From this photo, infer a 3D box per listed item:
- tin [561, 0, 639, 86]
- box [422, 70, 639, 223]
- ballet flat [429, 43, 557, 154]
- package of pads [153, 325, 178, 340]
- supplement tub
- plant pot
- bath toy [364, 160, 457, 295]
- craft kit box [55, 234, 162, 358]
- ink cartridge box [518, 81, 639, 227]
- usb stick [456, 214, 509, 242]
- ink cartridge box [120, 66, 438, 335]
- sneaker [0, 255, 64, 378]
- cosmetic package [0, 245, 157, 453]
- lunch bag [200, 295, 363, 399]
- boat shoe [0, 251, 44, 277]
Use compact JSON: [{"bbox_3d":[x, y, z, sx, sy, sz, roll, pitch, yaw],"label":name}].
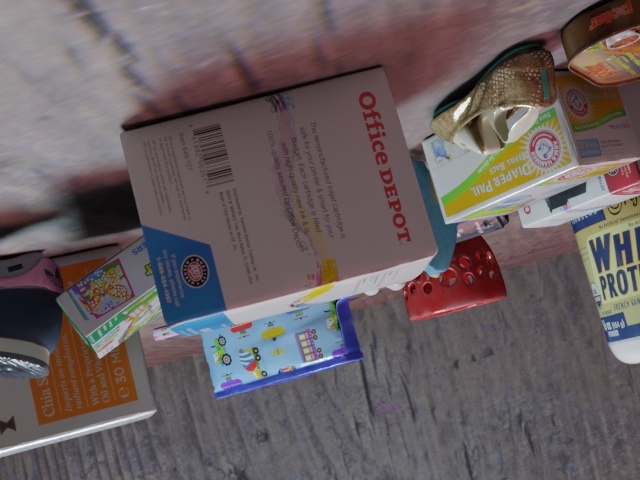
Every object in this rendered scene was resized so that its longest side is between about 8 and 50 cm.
[{"bbox_3d":[0.283,-0.181,0.822,0.106,0.040,0.189,-24,168,28],"label":"tin"},{"bbox_3d":[0.228,-0.101,1.002,0.114,0.103,0.203,-9,169,-38],"label":"box"},{"bbox_3d":[0.165,-0.121,0.889,0.073,0.067,0.206,-14,171,-16],"label":"ballet flat"},{"bbox_3d":[-0.370,0.226,2.259,0.083,0.032,0.050,-18,169,17],"label":"package of pads"},{"bbox_3d":[0.440,-0.021,1.150,0.228,0.316,0.228,-15,171,-2],"label":"supplement tub"},{"bbox_3d":[0.239,0.051,1.721,0.191,0.174,0.191,-15,171,-3],"label":"plant pot"},{"bbox_3d":[0.000,0.000,1.194,0.348,0.151,0.129,-17,133,30],"label":"bath toy"},{"bbox_3d":[-0.168,0.028,1.014,0.246,0.061,0.250,-41,178,-15],"label":"craft kit box"},{"bbox_3d":[0.304,-0.098,1.061,0.072,0.127,0.175,-6,167,-37],"label":"ink cartridge box"},{"bbox_3d":[0.193,-0.013,1.609,0.278,0.045,0.077,-19,128,21],"label":"usb stick"},{"bbox_3d":[-0.035,-0.025,0.818,0.232,0.171,0.168,-14,171,-4],"label":"ink cartridge box"},{"bbox_3d":[-0.424,0.068,0.997,0.319,0.131,0.112,6,159,13],"label":"sneaker"},{"bbox_3d":[-0.459,0.173,1.166,0.453,0.230,0.161,-13,170,-15],"label":"cosmetic package"},{"bbox_3d":[-0.062,0.116,1.480,0.293,0.221,0.138,-23,169,42],"label":"lunch bag"},{"bbox_3d":[-0.381,0.038,1.088,0.100,0.035,0.035,-17,171,-32],"label":"boat shoe"}]
